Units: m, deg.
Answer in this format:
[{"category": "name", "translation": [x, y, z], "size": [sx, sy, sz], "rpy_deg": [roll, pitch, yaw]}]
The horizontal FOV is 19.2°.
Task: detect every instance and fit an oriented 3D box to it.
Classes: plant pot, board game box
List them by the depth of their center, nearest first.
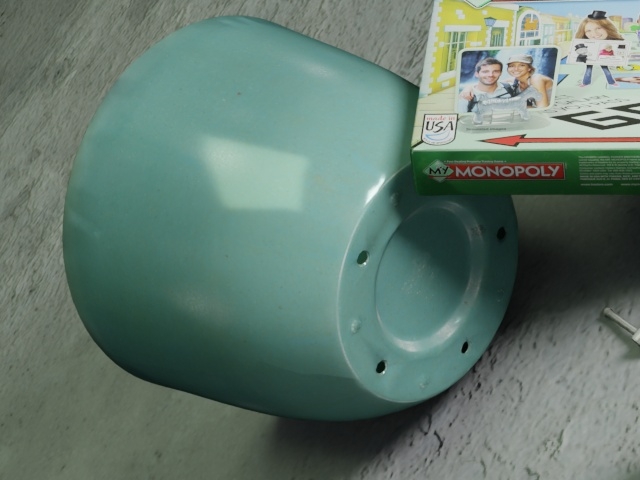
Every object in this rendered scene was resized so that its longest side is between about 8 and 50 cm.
[{"category": "board game box", "translation": [0.229, -0.118, 1.259], "size": [0.317, 0.046, 0.213], "rpy_deg": [0, 47, 12]}, {"category": "plant pot", "translation": [0.000, 0.000, 1.378], "size": [0.235, 0.293, 0.293], "rpy_deg": [19, 70, 44]}]

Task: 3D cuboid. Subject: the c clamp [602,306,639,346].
[{"category": "c clamp", "translation": [0.265, 0.017, 1.239], "size": [0.160, 0.022, 0.137], "rpy_deg": [-46, 28, 6]}]
